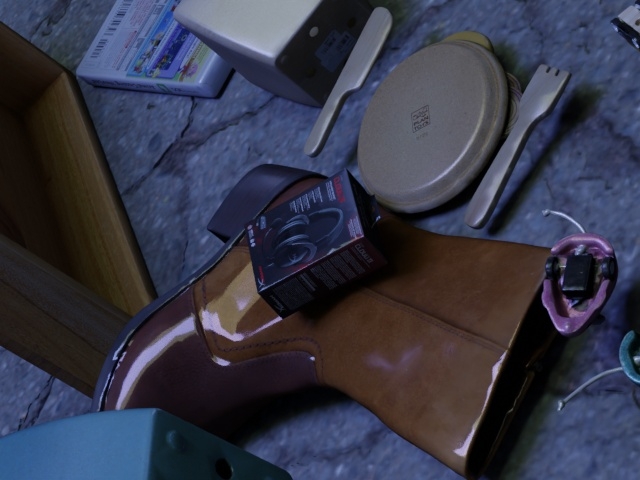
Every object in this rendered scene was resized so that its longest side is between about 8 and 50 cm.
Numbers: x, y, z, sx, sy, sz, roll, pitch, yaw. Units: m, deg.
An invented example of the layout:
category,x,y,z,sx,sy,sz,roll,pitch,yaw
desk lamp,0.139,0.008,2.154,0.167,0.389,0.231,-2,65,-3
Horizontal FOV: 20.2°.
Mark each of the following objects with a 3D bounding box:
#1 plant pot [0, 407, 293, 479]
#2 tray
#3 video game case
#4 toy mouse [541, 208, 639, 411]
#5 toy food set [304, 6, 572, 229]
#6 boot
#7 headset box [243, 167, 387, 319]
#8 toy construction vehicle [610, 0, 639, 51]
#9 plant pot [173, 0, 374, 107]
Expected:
category,x,y,z,sx,sy,sz,roll,pitch,yaw
plant pot,-0.130,0.203,1.031,0.234,0.165,0.165,-33,40,36
tray,-0.249,-0.058,1.374,0.076,0.203,0.411,-44,37,14
video game case,-0.098,-0.216,1.496,0.193,0.023,0.212,11,68,51
toy mouse,0.169,0.038,0.964,0.161,0.031,0.143,22,73,36
toy food set,0.080,-0.076,1.180,0.192,0.038,0.132,28,90,48
boot,0.005,0.093,1.097,0.280,0.096,0.264,22,70,46
headset box,0.000,0.000,1.085,0.083,0.032,0.062,-29,43,15
toy construction vehicle,0.225,-0.136,1.072,0.086,0.035,0.098,-40,39,-1
plant pot,-0.019,-0.159,1.299,0.109,0.109,0.096,-51,48,2
